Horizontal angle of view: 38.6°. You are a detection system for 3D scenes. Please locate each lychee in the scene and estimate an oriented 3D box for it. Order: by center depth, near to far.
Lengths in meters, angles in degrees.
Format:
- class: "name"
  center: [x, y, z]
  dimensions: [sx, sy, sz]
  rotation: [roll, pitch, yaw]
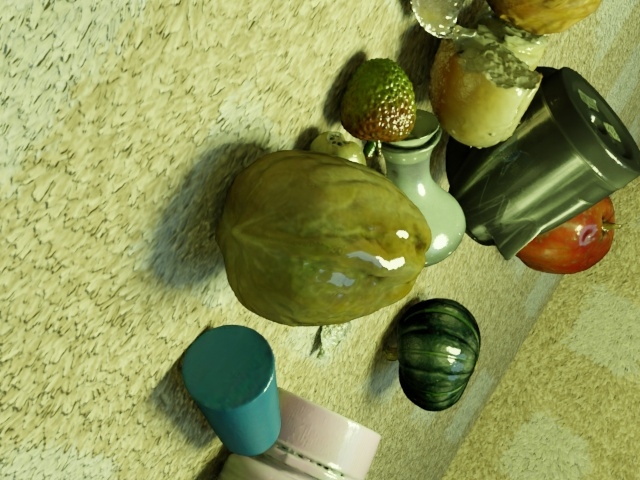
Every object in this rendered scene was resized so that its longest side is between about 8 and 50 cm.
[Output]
- class: "lychee"
  center: [0.082, -0.189, 1.315]
  dimensions: [0.114, 0.114, 0.147]
  rotation: [-11, 107, -59]

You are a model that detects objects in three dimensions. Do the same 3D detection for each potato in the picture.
- class: "potato"
  center: [0.181, -0.432, 1.297]
  dimensions: [0.120, 0.100, 0.261]
  rotation: [8, 133, -22]

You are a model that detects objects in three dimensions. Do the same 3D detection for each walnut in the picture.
- class: "walnut"
  center: [0.000, 0.000, 1.196]
  dimensions: [0.283, 0.283, 0.227]
  rotation: [7, 91, -64]

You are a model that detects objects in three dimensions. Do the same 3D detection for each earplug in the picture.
- class: "earplug"
  center: [-0.121, 0.247, 1.395]
  dimensions: [0.132, 0.132, 0.273]
  rotation: [-49, 157, -23]

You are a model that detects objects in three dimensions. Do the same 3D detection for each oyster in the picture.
- class: "oyster"
  center: [0.029, 0.161, 1.681]
  dimensions: [0.098, 0.037, 0.100]
  rotation: [-38, 147, -40]

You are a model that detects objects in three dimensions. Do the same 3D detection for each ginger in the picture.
- class: "ginger"
  center: [0.331, -0.435, 1.388]
  dimensions: [0.223, 0.269, 0.200]
  rotation: [-42, 122, 7]

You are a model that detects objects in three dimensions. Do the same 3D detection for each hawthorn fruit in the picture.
- class: "hawthorn fruit"
  center: [0.614, -0.042, 2.300]
  dimensions: [0.275, 0.299, 0.275]
  rotation: [-10, 103, -50]

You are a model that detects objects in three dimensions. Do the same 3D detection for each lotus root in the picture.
- class: "lotus root"
  center: [0.021, -0.083, 1.337]
  dimensions: [0.077, 0.090, 0.183]
  rotation: [-41, 157, -26]

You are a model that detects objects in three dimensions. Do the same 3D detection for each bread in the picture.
- class: "bread"
  center: [0.262, -0.262, 1.482]
  dimensions: [0.314, 0.171, 0.192]
  rotation: [-64, 175, -47]

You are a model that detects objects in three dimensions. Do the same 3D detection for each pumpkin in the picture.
- class: "pumpkin"
  center: [0.243, 0.248, 1.995]
  dimensions: [0.250, 0.216, 0.250]
  rotation: [-3, 90, -79]

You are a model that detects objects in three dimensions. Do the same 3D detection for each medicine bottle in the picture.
- class: "medicine bottle"
  center: [-0.054, 0.439, 1.572]
  dimensions: [0.325, 0.256, 0.256]
  rotation: [-66, 157, -11]

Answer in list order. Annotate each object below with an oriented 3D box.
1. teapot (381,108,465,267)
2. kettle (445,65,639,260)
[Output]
- class: "teapot"
  center: [0.145, -0.084, 1.496]
  dimensions: [0.183, 0.183, 0.251]
  rotation: [-40, 137, -37]
- class: "kettle"
  center: [0.353, -0.151, 1.628]
  dimensions: [0.228, 0.321, 0.324]
  rotation: [15, 136, -46]
